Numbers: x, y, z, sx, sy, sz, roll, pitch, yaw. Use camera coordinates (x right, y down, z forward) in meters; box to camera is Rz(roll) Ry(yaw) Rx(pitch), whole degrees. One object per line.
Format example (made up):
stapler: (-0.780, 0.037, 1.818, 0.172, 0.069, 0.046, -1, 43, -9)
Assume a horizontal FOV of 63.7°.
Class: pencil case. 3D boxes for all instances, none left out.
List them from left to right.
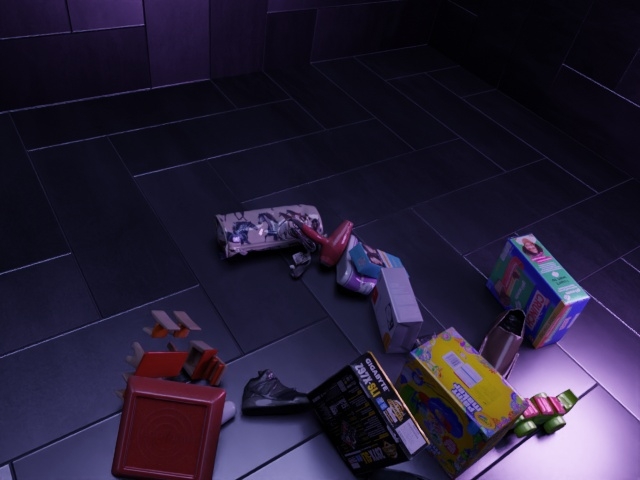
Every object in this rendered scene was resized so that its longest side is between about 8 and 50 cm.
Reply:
pencil case: (-0.185, -0.034, 1.945, 0.411, 0.159, 0.183, -8, 58, -19)

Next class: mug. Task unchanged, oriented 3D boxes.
mug: (-0.278, 0.481, 1.466, 0.064, 0.062, 0.078, -15, 56, -36)

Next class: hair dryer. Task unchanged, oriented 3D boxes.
hair dryer: (0.000, 0.000, 1.894, 0.294, 0.223, 0.080, -22, 22, -24)

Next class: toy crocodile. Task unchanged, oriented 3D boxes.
toy crocodile: (0.651, 0.518, 1.566, 0.341, 0.105, 0.115, 3, 42, -27)

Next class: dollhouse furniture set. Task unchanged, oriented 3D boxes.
dollhouse furniture set: (-0.403, 0.346, 1.448, 0.135, 0.261, 0.259, 32, 9, 34)

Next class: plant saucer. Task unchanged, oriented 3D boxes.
plant saucer: (-0.391, 0.495, 1.318, 0.259, 0.048, 0.258, 9, 85, -3)

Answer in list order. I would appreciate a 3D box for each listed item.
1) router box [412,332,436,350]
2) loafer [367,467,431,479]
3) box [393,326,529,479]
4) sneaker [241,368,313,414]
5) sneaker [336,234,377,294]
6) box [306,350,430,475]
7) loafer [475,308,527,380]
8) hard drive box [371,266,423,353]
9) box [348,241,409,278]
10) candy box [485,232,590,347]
router box: (0.367, 0.375, 1.724, 0.092, 0.038, 0.122, -9, 48, -20)
loafer: (0.238, 0.654, 1.379, 0.224, 0.078, 0.076, 17, 43, 6)
box: (0.376, 0.461, 1.464, 0.177, 0.279, 0.290, -23, 53, -30)
sneaker: (-0.115, 0.441, 1.519, 0.228, 0.087, 0.130, 0, 51, -4)
sneaker: (0.146, 0.100, 1.941, 0.161, 0.102, 0.282, 26, 36, -13)
box: (0.106, 0.457, 1.335, 0.079, 0.322, 0.257, -26, 73, -33)
loafer: (0.601, 0.351, 1.732, 0.134, 0.130, 0.366, 25, 45, 14)
hard drive box: (0.254, 0.235, 1.744, 0.089, 0.181, 0.232, -1, 44, -11)
box: (0.215, 0.088, 1.881, 0.244, 0.060, 0.100, 21, 34, -44)
candy box: (0.762, 0.180, 1.843, 0.122, 0.268, 0.317, -14, 49, -19)
